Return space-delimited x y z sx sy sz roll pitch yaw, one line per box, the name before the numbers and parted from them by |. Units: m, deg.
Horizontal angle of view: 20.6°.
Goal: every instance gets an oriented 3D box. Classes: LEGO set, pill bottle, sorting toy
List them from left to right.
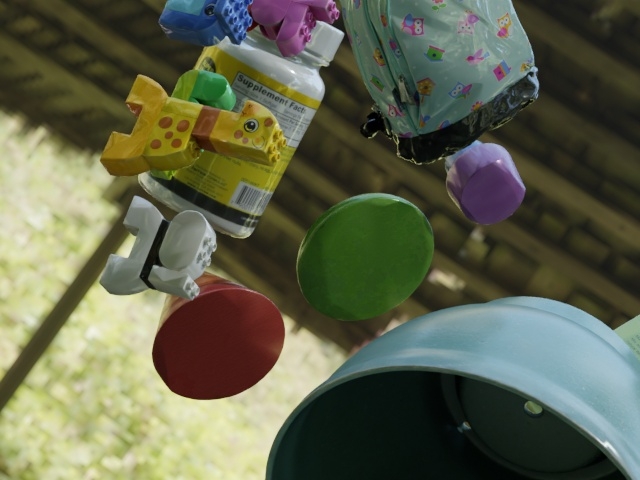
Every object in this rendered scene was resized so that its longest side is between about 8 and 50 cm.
LEGO set | -0.051 -0.075 0.999 0.093 0.227 0.087 15 -18 20
pill bottle | -0.069 -0.118 1.593 0.119 0.208 0.119 28 7 -4
sorting toy | 0.000 0.000 1.579 0.127 0.365 0.126 63 -4 -38

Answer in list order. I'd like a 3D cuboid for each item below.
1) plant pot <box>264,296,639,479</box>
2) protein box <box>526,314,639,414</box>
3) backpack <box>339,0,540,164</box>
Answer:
plant pot | 0.133 0.160 1.260 0.293 0.196 0.293 13 -55 20
protein box | 0.324 0.193 1.655 0.200 0.201 0.136 51 -16 37
backpack | 0.091 -0.167 1.379 0.115 0.152 0.182 24 -36 57
